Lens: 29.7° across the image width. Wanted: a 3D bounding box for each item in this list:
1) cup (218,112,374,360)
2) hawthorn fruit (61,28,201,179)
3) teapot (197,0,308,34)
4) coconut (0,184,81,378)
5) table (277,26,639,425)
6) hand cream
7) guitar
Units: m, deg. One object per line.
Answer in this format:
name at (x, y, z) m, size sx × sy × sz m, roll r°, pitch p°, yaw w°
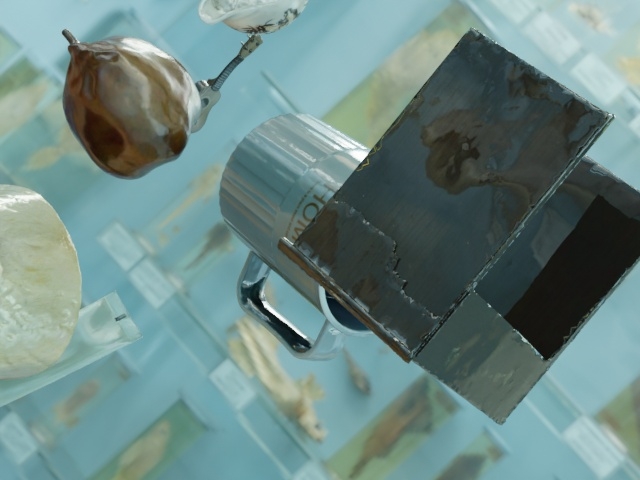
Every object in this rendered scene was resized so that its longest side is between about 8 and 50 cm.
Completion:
cup at (0.017, -0.009, 1.919) m, size 0.311 × 0.257 × 0.331 m, roll 38°, pitch -40°, yaw 44°
hawthorn fruit at (-0.309, -0.222, 1.839) m, size 0.248 × 0.208 × 0.208 m, roll 46°, pitch 2°, yaw -31°
teapot at (-0.105, -0.506, 2.264) m, size 0.208 × 0.300 × 0.166 m, roll 51°, pitch 3°, yaw 1°
coconut at (-0.487, 0.066, 1.764) m, size 0.329 × 0.329 × 0.329 m, roll 48°, pitch 1°, yaw -2°
table at (0.161, -0.009, 1.188) m, size 0.196 × 0.282 × 0.250 m, roll 41°, pitch 3°, yaw 37°
hand cream at (-0.452, 0.191, 1.942) m, size 0.109 × 0.321 × 0.067 m, roll 53°, pitch -15°, yaw 34°
guitar at (-0.220, -0.343, 2.583) m, size 0.038 × 0.271 × 0.084 m, roll 51°, pitch 18°, yaw 30°
